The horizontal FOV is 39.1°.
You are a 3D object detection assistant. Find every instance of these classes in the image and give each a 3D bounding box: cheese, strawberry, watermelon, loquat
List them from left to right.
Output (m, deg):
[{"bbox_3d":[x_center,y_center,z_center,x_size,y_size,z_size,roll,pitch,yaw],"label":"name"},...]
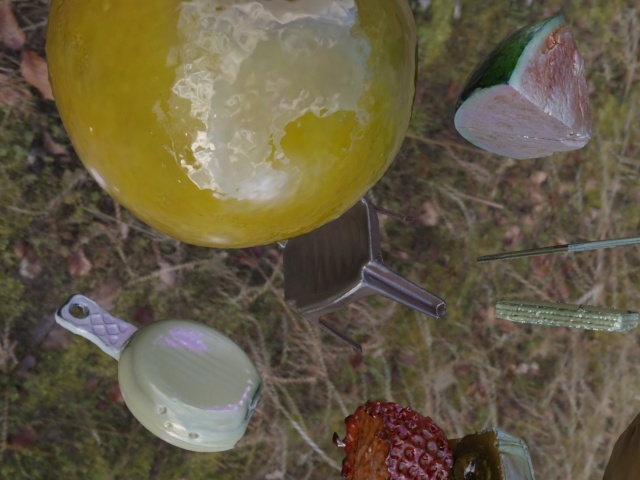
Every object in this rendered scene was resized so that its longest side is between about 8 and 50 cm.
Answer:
[{"bbox_3d":[-0.168,0.124,0.926,0.064,0.227,0.137,-56,-178,38],"label":"cheese"},{"bbox_3d":[-0.084,-0.139,0.807,0.328,0.328,0.359,-27,163,-41],"label":"loquat"},{"bbox_3d":[0.140,0.394,1.602,0.178,0.234,0.234,4,106,-20],"label":"strawberry"},{"bbox_3d":[0.398,-0.312,1.774,0.319,0.292,0.222,19,81,-29],"label":"watermelon"}]

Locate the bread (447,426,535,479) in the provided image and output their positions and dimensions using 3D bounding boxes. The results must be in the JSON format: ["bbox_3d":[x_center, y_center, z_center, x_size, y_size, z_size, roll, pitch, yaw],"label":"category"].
[{"bbox_3d":[0.310,0.468,1.709,0.109,0.192,0.210,11,62,-34],"label":"bread"}]

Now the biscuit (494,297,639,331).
[{"bbox_3d":[0.388,0.118,1.424,0.121,0.199,0.041,8,87,-59],"label":"biscuit"}]

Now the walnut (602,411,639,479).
[{"bbox_3d":[0.355,0.216,0.619,0.332,0.332,0.333,-25,125,-42],"label":"walnut"}]

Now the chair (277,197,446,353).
[{"bbox_3d":[0.000,0.000,1.215,0.326,0.175,0.183,27,45,-41],"label":"chair"}]

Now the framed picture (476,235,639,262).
[{"bbox_3d":[0.329,0.006,1.090,0.231,0.173,0.010,-6,87,-25],"label":"framed picture"}]
